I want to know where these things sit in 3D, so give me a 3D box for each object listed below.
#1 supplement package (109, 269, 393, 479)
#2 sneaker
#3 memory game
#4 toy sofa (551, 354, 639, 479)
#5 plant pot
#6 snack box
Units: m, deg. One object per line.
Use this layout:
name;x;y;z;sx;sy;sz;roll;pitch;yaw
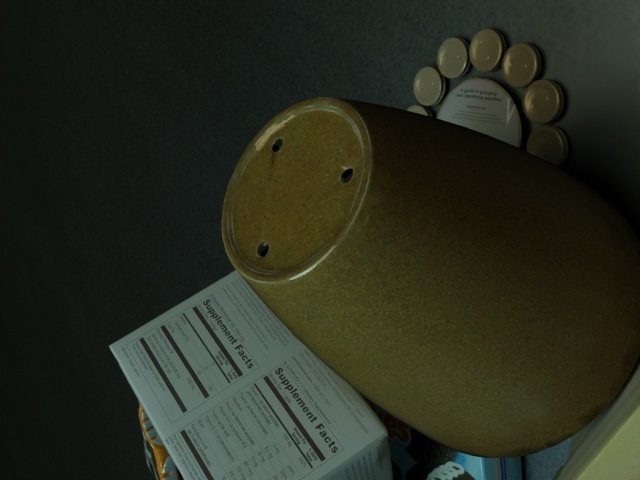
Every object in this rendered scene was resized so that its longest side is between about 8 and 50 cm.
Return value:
supplement package;-0.046;0.189;0.700;0.204;0.145;0.262;49;161;35
sneaker;-0.249;0.298;1.225;0.083;0.084;0.215;1;99;57
memory game;0.141;-0.094;0.696;0.186;0.012;0.186;15;109;50
toy sofa;0.282;0.099;0.472;0.150;0.177;0.363;33;125;15
plant pot;0.061;0.012;0.538;0.237;0.254;0.237;-20;58;36
snack box;0.065;0.208;0.816;0.321;0.060;0.187;2;99;52
